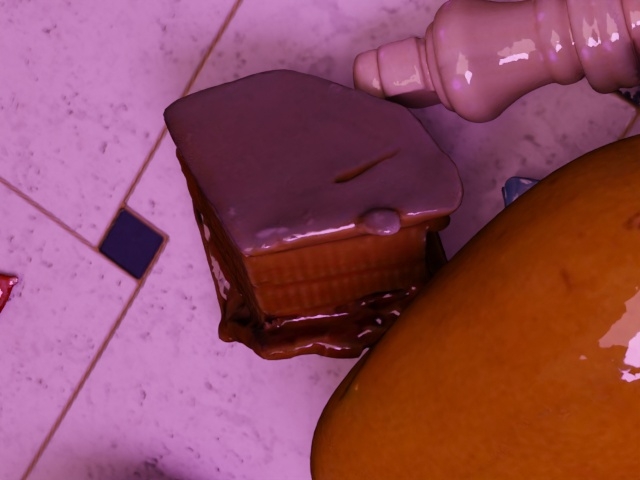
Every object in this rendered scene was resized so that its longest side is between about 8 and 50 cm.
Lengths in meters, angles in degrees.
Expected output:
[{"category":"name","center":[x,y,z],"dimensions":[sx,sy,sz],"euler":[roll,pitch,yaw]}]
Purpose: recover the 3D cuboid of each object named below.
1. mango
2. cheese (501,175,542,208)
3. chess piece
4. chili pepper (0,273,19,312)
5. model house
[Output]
[{"category":"mango","center":[0.187,0.099,0.926],"dimensions":[0.445,0.232,0.300],"euler":[-36,134,24]},{"category":"cheese","center":[0.269,-0.007,1.039],"dimensions":[0.244,0.052,0.135],"euler":[-7,98,19]},{"category":"chess piece","center":[0.211,-0.159,0.998],"dimensions":[0.397,0.117,0.117],"euler":[-13,98,22]},{"category":"chili pepper","center":[-0.364,0.081,1.265],"dimensions":[0.191,0.050,0.059],"euler":[-31,88,9]},{"category":"model house","center":[0.000,-0.001,1.073],"dimensions":[0.199,0.219,0.229],"euler":[-15,142,-5]}]
